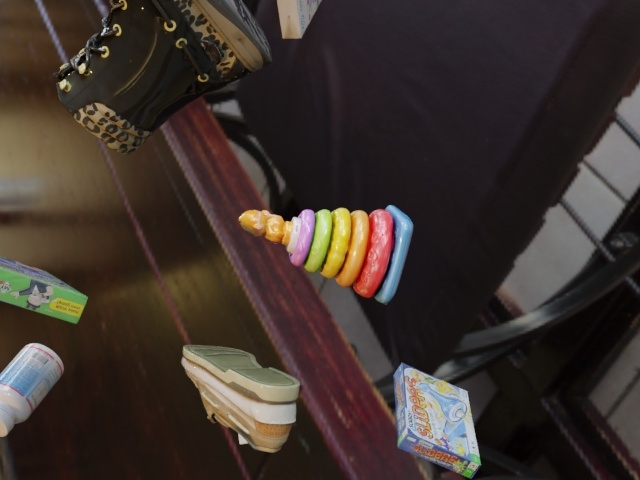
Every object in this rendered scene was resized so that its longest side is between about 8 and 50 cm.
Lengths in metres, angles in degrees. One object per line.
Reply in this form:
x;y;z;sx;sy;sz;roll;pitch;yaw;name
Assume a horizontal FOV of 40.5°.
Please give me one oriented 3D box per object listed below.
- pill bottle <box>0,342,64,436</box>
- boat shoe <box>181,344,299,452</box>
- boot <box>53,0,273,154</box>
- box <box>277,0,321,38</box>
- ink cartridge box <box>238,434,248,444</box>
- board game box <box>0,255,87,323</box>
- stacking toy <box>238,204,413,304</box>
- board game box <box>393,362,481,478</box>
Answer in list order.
-0.530;0.263;1.526;0.087;0.160;0.087;13;131;16;pill bottle
-0.135;0.227;1.298;0.302;0.113;0.103;14;98;62;boat shoe
-0.176;-0.190;0.742;0.179;0.236;0.085;-34;37;17;boot
-0.037;-0.453;1.493;0.186;0.038;0.145;-69;-23;-51;box
-0.126;0.375;1.718;0.028;0.083;0.048;-17;74;34;ink cartridge box
-0.514;0.032;1.233;0.213;0.317;0.046;16;84;57;board game box
0.000;0.000;1.552;0.175;0.302;0.165;-118;42;-74;stacking toy
0.192;0.300;1.464;0.035;0.136;0.201;-61;11;24;board game box
